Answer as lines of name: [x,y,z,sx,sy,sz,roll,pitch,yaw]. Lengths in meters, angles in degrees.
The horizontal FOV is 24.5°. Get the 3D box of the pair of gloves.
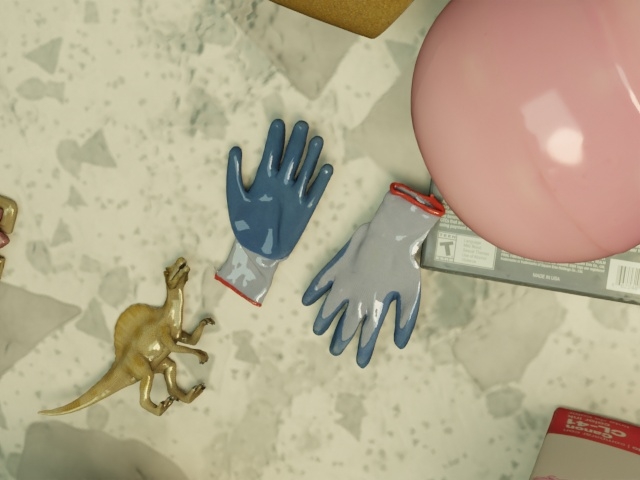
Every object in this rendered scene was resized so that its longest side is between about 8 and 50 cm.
pair of gloves: [0.000,0.000,1.152,0.198,0.023,0.159,31,112,17]

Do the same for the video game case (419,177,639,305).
video game case: [0.186,-0.097,1.086,0.196,0.026,0.274,10,101,15]

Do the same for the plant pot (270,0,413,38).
plant pot: [-0.024,-0.265,1.031,0.254,0.237,0.237,39,108,-9]

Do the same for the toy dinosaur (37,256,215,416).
toy dinosaur: [-0.144,0.100,1.213,0.092,0.053,0.183,44,101,21]

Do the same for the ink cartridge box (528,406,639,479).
ink cartridge box: [0.174,0.271,1.005,0.131,0.306,0.226,18,104,13]

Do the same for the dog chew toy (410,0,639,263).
dog chew toy: [0.225,-0.119,0.939,0.332,0.206,0.206,-26,92,25]

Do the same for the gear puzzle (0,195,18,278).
gear puzzle: [-0.382,0.096,1.276,0.175,0.044,0.338,21,105,12]
